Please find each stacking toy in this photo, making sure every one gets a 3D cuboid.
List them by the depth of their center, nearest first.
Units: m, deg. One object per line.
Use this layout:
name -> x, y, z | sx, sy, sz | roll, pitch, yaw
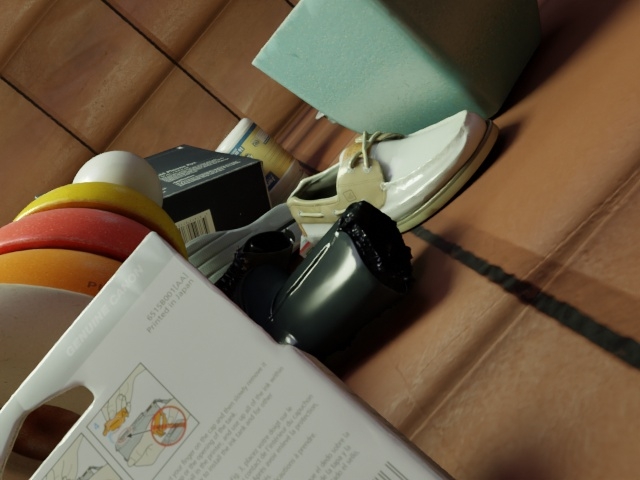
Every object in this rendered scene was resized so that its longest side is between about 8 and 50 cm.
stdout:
stacking toy -> -0.250, 0.053, 0.753 | 0.350, 0.350, 0.480 | -43, 28, 27

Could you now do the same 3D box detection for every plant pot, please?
plant pot -> 0.117, -0.259, 0.811 | 0.248, 0.252, 0.247 | -56, 14, -24

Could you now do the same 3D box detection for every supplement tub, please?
supplement tub -> -0.138, -0.162, 1.503 | 0.144, 0.200, 0.144 | -47, 13, 14

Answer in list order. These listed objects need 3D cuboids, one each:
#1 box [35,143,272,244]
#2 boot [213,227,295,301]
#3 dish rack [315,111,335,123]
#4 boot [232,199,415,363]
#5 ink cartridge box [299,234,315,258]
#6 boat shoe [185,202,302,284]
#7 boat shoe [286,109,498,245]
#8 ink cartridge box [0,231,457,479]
box -> -0.314, -0.040, 1.286 | 0.343, 0.179, 0.312 | -26, 27, -31
boot -> -0.124, 0.057, 0.845 | 0.198, 0.077, 0.137 | -25, -33, -27
dish rack -> 0.136, -0.383, 1.503 | 0.285, 0.072, 0.333 | -52, 13, -13
boot -> 0.000, 0.044, 0.689 | 0.207, 0.094, 0.246 | -49, 19, 19
ink cartridge box -> 0.000, 0.000, 0.965 | 0.063, 0.029, 0.115 | -45, 13, 15
boat shoe -> -0.120, 0.037, 1.025 | 0.302, 0.109, 0.094 | -28, -24, -42
boat shoe -> 0.065, -0.069, 0.775 | 0.302, 0.103, 0.113 | -34, 19, 45
ink cartridge box -> -0.093, 0.170, 0.370 | 0.275, 0.239, 0.060 | -51, -26, -4
